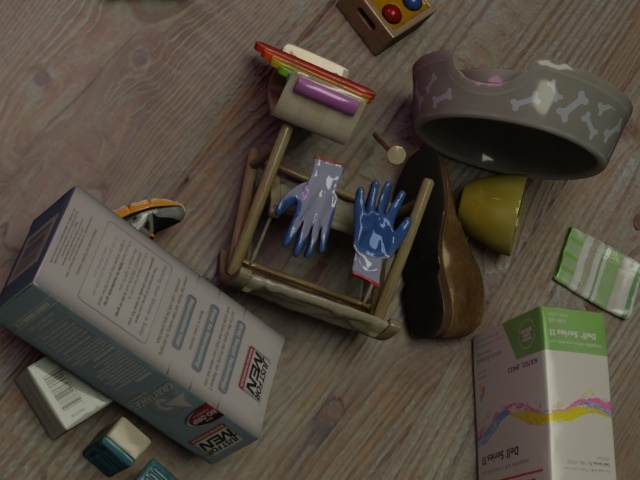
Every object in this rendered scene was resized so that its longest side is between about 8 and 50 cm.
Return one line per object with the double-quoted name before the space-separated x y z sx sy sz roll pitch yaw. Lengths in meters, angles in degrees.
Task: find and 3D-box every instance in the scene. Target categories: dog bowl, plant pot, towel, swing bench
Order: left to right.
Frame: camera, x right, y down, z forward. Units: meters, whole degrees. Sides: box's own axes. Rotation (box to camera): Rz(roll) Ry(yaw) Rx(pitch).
"swing bench" 0.000 0.000 1.973 0.253 0.165 0.254 21 71 -17
"plant pot" 0.272 -0.050 2.139 0.095 0.134 0.134 13 65 10
"dog bowl" 0.303 -0.187 2.078 0.349 0.349 0.102 17 80 -18
"towel" 0.470 0.054 2.238 0.152 0.023 0.113 29 63 -12

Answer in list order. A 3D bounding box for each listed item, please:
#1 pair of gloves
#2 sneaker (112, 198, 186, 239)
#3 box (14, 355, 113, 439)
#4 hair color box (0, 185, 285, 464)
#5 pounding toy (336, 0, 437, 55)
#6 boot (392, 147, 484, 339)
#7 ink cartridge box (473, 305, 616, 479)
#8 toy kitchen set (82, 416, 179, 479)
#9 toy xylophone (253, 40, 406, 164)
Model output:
"pair of gloves" 0.033 -0.031 1.891 0.198 0.023 0.159 23 69 -15
"sneaker" -0.289 -0.001 1.893 0.215 0.084 0.083 -20 85 -19
"box" -0.337 0.196 1.794 0.102 0.087 0.101 -31 87 -31
"hair color box" -0.233 0.117 1.778 0.374 0.114 0.185 38 41 -22
"pounding toy" 0.099 -0.398 2.184 0.130 0.100 0.141 -37 90 -30
"boot" 0.189 0.007 2.100 0.115 0.112 0.305 7 74 -41
"ink cartridge box" 0.331 0.295 1.987 0.119 0.207 0.353 8 69 -23
"toy kitchen set" -0.249 0.368 1.754 0.207 0.122 0.166 42 61 -6
"toy xylophone" 0.015 -0.211 2.002 0.236 0.322 0.081 20 104 -18
